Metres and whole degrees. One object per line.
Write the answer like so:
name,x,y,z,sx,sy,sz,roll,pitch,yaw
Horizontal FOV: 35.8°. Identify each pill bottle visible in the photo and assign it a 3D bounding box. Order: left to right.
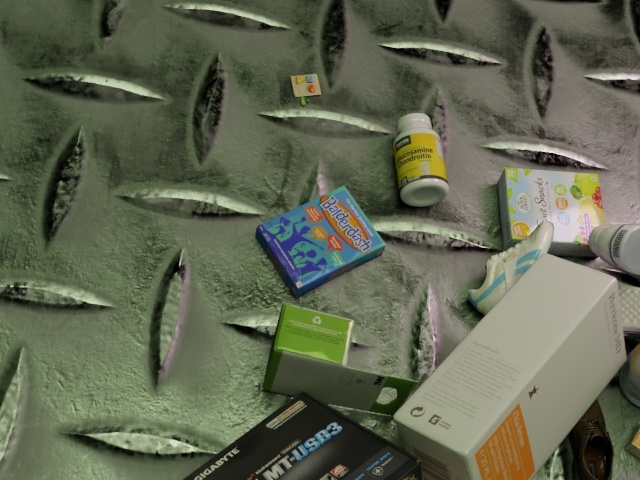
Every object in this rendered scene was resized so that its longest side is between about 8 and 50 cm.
pill bottle,0.206,-0.171,2.074,0.103,0.103,0.184,-1,62,-9

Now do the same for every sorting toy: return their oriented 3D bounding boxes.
sorting toy,-0.029,-0.332,2.179,0.062,0.012,0.083,-5,62,-12

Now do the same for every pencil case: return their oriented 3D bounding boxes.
pencil case,0.643,0.228,1.830,0.124,0.273,0.113,17,67,9

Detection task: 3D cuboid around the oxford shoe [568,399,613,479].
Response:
oxford shoe,0.504,0.354,1.837,0.083,0.096,0.227,-2,60,-8

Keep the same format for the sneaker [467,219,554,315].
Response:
sneaker,0.381,0.049,1.959,0.092,0.087,0.229,34,84,12

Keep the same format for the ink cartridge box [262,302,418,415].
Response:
ink cartridge box,0.036,0.221,1.786,0.255,0.189,0.097,13,59,-3

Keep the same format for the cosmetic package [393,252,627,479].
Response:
cosmetic package,0.351,0.261,1.765,0.161,0.230,0.453,22,55,41

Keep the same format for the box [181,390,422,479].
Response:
box,-0.034,0.403,1.639,0.295,0.073,0.293,-31,37,-32

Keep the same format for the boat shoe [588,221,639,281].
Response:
boat shoe,0.681,0.040,2.011,0.367,0.156,0.136,13,95,-30

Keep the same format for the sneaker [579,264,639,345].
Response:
sneaker,0.594,0.140,1.962,0.321,0.127,0.126,15,76,28

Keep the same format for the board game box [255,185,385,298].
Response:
board game box,0.000,0.000,1.981,0.210,0.047,0.160,-27,68,-22

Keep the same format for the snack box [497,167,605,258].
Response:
snack box,0.483,-0.057,2.073,0.207,0.070,0.174,2,62,-6

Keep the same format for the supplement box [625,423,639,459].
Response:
supplement box,0.634,0.393,1.867,0.098,0.036,0.062,34,61,11
